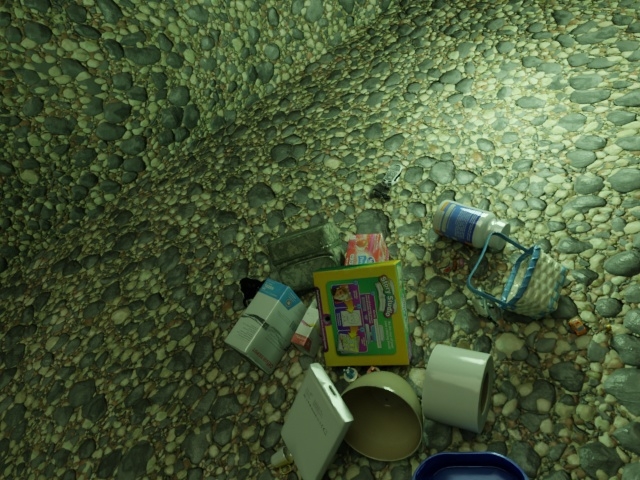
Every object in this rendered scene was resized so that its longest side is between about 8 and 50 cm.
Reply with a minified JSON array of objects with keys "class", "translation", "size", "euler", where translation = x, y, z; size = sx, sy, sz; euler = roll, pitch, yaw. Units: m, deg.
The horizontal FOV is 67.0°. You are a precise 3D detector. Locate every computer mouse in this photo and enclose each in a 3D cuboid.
[{"class":"computer mouse","translation":[0.330,-0.278,2.292],"size":[0.106,0.042,0.193],"euler":[24,73,42]}]

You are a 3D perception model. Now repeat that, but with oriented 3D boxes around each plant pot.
[{"class":"plant pot","translation":[0.208,0.543,1.590],"size":[0.284,0.283,0.191],"euler":[-4,17,23]}]

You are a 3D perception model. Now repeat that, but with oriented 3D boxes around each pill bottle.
[{"class":"pill bottle","translation":[0.599,-0.057,1.918],"size":[0.272,0.152,0.152],"euler":[24,68,37]}]

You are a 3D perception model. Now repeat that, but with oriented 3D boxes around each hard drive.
[{"class":"hard drive","translation":[-0.021,0.614,1.599],"size":[0.047,0.352,0.233],"euler":[-1,35,-34]}]

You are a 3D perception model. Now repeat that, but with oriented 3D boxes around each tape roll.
[{"class":"tape roll","translation":[0.437,0.463,1.528],"size":[0.169,0.246,0.246],"euler":[7,58,28]}]

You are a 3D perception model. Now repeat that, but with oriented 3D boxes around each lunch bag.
[{"class":"lunch bag","translation":[-0.043,0.079,2.069],"size":[0.305,0.255,0.212],"euler":[-17,6,14]}]

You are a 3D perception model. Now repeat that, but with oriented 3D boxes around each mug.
[{"class":"mug","translation":[-0.137,0.768,1.686],"size":[0.064,0.062,0.078],"euler":[-33,41,9]}]

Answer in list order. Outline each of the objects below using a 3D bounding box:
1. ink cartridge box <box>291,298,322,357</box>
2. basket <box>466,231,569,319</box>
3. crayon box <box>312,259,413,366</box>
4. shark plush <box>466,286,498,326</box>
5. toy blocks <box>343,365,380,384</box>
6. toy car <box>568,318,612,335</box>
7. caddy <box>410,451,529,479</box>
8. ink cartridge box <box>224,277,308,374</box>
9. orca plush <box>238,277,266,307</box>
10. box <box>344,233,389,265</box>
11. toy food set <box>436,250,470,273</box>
[{"class":"ink cartridge box","translation":[-0.025,0.347,1.921],"size":[0.067,0.115,0.198],"euler":[12,61,33]},{"class":"basket","translation":[0.679,0.130,1.680],"size":[0.289,0.201,0.254],"euler":[32,68,6]},{"class":"crayon box","translation":[0.156,0.269,1.771],"size":[0.313,0.106,0.362],"euler":[-7,94,19]},{"class":"shark plush","translation":[0.602,0.237,1.757],"size":[0.067,0.073,0.161],"euler":[-8,39,-20]},{"class":"toy blocks","translation":[0.150,0.477,1.716],"size":[0.123,0.148,0.054],"euler":[-21,49,10]},{"class":"toy car","translation":[0.890,0.275,1.598],"size":[0.122,0.040,0.060],"euler":[-13,50,16]},{"class":"caddy","translation":[0.427,0.734,1.367],"size":[0.342,0.179,0.241],"euler":[-10,50,19]},{"class":"ink cartridge box","translation":[-0.206,0.344,1.935],"size":[0.129,0.223,0.307],"euler":[18,64,35]},{"class":"orca plush","translation":[-0.287,0.240,2.136],"size":[0.151,0.102,0.287],"euler":[-33,48,-2]},{"class":"box","translation":[0.184,0.135,1.965],"size":[0.142,0.154,0.299],"euler":[-3,52,22]},{"class":"toy food set","translation":[0.529,0.089,1.925],"size":[0.122,0.019,0.078],"euler":[-38,48,-6]}]
